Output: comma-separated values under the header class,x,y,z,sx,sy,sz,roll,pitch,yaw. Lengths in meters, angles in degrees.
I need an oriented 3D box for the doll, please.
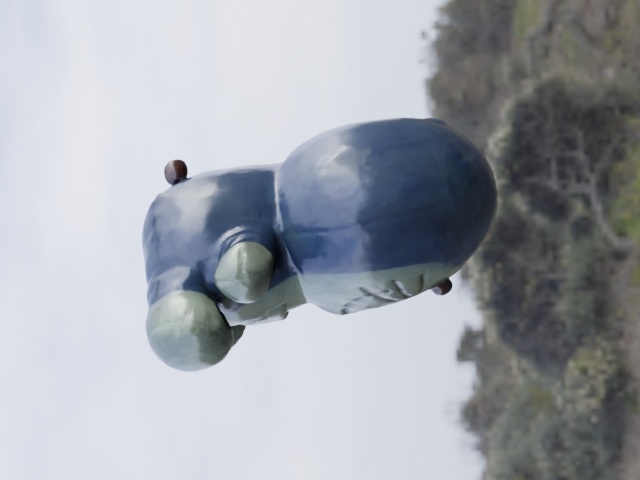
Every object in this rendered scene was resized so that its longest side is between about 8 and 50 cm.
class,x,y,z,sx,sy,sz,roll,pitch,yaw
doll,0.000,0.000,1.072,0.228,0.258,0.154,27,-127,-85
